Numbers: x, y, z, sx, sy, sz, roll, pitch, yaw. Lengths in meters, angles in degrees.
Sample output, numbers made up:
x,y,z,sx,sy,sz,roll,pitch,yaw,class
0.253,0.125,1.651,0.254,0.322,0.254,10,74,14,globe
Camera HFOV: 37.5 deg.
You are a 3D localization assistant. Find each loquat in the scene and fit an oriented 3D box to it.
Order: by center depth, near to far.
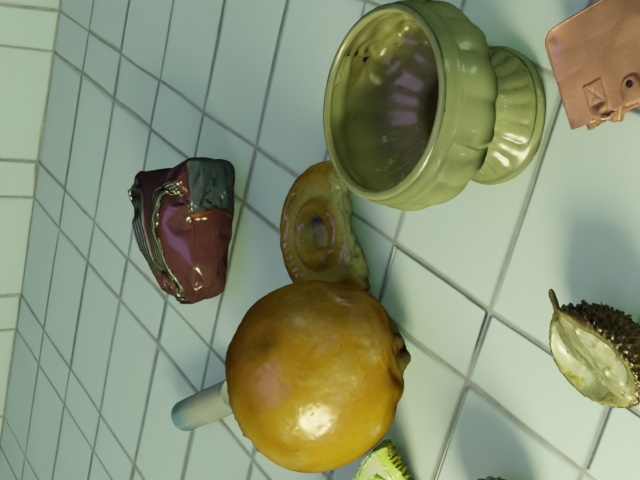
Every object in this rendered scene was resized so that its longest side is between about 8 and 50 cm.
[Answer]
x,y,z,sx,sy,sz,roll,pitch,yaw,class
-0.009,0.227,1.593,0.328,0.329,0.328,2,93,54,loquat

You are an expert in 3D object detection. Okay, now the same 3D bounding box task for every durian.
x,y,z,sx,sy,sz,roll,pitch,yaw,class
0.373,0.131,1.247,0.188,0.091,0.148,49,156,16,durian
0.061,0.495,1.614,0.158,0.169,0.351,29,98,51,durian

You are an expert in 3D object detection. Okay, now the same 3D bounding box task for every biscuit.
x,y,z,sx,sy,sz,roll,pitch,yaw,class
-0.001,0.000,1.768,0.213,0.091,0.274,-39,63,45,biscuit

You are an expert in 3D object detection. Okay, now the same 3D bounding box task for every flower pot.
x,y,z,sx,sy,sz,roll,pitch,yaw,class
0.174,-0.196,1.394,0.307,0.244,0.307,-2,87,53,flower pot

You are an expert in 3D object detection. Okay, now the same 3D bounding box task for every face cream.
x,y,z,sx,sy,sz,roll,pitch,yaw,class
-0.251,0.372,2.130,0.250,0.077,0.077,-30,67,49,face cream

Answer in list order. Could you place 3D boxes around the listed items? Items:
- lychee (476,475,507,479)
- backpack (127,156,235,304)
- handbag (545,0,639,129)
x,y,z,sx,sy,sz,roll,pitch,yaw,class
0.243,0.440,1.375,0.165,0.165,0.197,-17,45,53,lychee
-0.310,-0.015,2.100,0.283,0.197,0.317,-6,87,52,backpack
0.403,-0.246,1.231,0.212,0.059,0.157,-26,70,51,handbag
